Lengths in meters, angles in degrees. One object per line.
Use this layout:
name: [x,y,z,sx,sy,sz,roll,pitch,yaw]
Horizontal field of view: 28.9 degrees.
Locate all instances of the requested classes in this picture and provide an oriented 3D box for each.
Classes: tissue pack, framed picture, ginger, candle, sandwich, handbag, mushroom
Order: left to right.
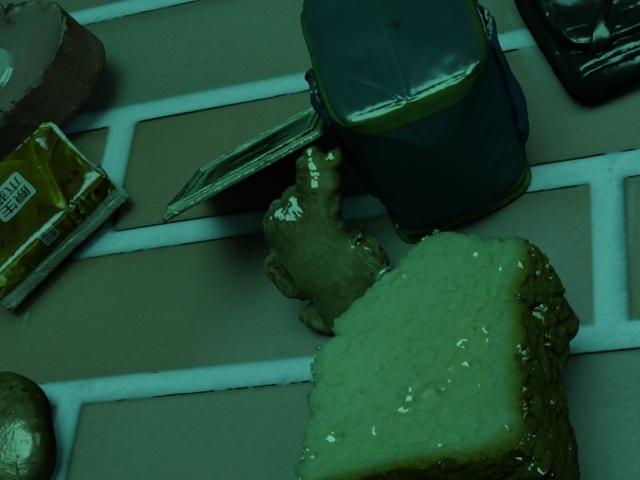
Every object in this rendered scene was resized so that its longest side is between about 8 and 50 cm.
candle: [-0.464,-0.213,1.829,0.317,0.131,0.287,5,67,40]
mushroom: [-0.373,0.223,1.512,0.094,0.072,0.209,-23,50,-2]
tissue pack: [-0.394,-0.035,1.690,0.226,0.092,0.183,-46,51,-7]
framed picture: [-0.083,-0.105,1.520,0.217,0.017,0.274,-28,10,7]
ginger: [-0.004,0.003,1.415,0.137,0.213,0.074,-27,21,-4]
handbag: [0.114,-0.170,1.441,0.222,0.241,0.263,-25,52,8]
sandwich: [0.124,0.140,1.248,0.262,0.131,0.325,-20,40,29]
handbag: [0.386,-0.309,1.512,0.275,0.088,0.244,-25,54,7]
